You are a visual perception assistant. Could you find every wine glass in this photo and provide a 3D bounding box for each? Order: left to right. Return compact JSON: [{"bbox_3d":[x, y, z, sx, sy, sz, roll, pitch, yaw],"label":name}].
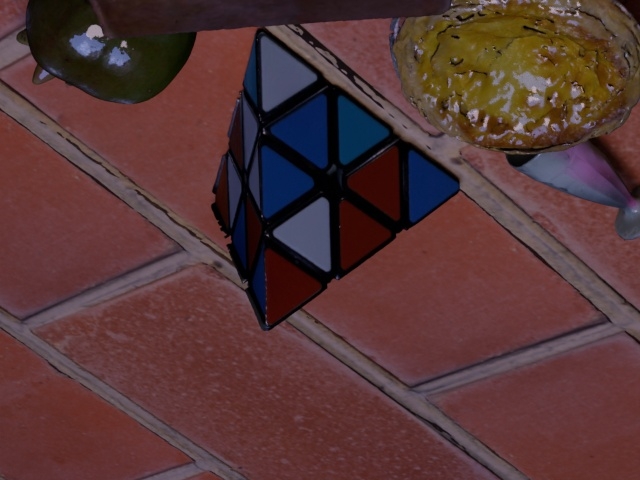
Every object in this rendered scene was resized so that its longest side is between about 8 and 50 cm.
[{"bbox_3d":[0.257,-0.065,1.899,0.155,0.073,0.073,30,141,-26],"label":"wine glass"}]

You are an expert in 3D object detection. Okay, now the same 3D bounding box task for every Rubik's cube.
[{"bbox_3d":[0.000,0.000,1.929,0.250,0.234,0.284,18,144,-7],"label":"Rubik's cube"}]

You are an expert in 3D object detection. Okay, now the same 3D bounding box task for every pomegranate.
[{"bbox_3d":[-0.205,-0.194,1.835,0.152,0.131,0.191,24,166,-23],"label":"pomegranate"}]

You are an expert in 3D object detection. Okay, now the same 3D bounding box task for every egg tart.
[{"bbox_3d":[0.177,-0.171,1.758,0.234,0.094,0.234,8,141,6],"label":"egg tart"}]

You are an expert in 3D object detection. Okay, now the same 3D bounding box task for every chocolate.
[{"bbox_3d":[-0.035,-0.236,1.637,0.321,0.112,0.112,-5,148,1],"label":"chocolate"}]
